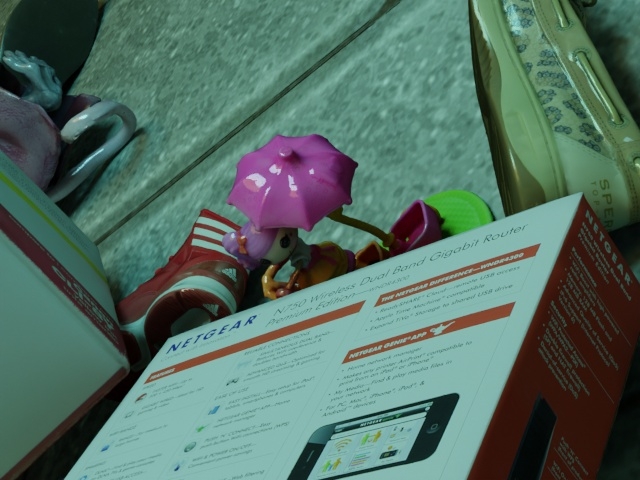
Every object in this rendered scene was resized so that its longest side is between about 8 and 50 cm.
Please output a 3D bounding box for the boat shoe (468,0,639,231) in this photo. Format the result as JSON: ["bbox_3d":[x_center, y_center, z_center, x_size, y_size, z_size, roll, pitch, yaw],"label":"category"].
[{"bbox_3d":[0.146,-0.107,0.831,0.089,0.105,0.285,-9,50,5],"label":"boat shoe"}]

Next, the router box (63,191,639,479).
[{"bbox_3d":[-0.015,0.133,0.697,0.335,0.082,0.301,-21,23,37],"label":"router box"}]

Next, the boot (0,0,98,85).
[{"bbox_3d":[-0.386,-0.216,1.709,0.115,0.112,0.305,-20,47,61],"label":"boot"}]

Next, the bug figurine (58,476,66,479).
[{"bbox_3d":[-0.192,0.221,0.904,0.216,0.072,0.279,-25,10,33],"label":"bug figurine"}]

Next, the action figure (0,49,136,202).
[{"bbox_3d":[-0.370,-0.026,1.484,0.275,0.248,0.370,23,95,18],"label":"action figure"}]

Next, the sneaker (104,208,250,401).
[{"bbox_3d":[-0.124,0.054,1.104,0.221,0.087,0.128,-25,27,41],"label":"sneaker"}]

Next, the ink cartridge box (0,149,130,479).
[{"bbox_3d":[-0.316,0.087,1.054,0.279,0.160,0.384,-44,18,-1],"label":"ink cartridge box"}]

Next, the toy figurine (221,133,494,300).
[{"bbox_3d":[0.000,0.000,0.864,0.173,0.159,0.130,-42,33,26],"label":"toy figurine"}]
